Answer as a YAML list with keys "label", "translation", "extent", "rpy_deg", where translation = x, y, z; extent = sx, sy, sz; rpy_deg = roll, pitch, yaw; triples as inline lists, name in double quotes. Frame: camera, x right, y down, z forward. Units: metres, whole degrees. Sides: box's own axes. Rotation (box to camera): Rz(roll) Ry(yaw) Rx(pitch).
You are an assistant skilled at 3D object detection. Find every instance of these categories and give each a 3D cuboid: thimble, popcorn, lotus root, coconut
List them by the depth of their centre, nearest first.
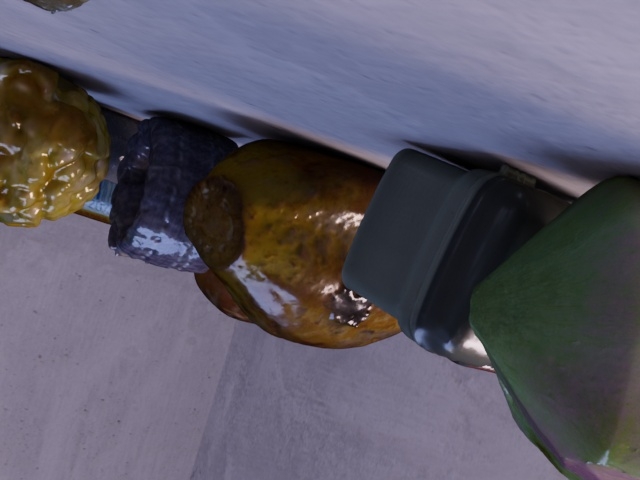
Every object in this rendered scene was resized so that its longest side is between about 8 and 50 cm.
- label: "coconut"
  translation: [0.206, 0.067, 0.872]
  extent: [0.236, 0.204, 0.236]
  rpy_deg: [11, -143, -8]
- label: "popcorn"
  translation: [-0.277, -0.095, 1.245]
  extent: [0.180, 0.180, 0.170]
  rpy_deg: [16, -157, 11]
- label: "lotus root"
  translation: [-0.005, 0.008, 1.248]
  extent: [0.193, 0.193, 0.291]
  rpy_deg: [15, 177, 35]
- label: "thimble"
  translation: [-0.143, -0.044, 1.342]
  extent: [0.098, 0.150, 0.150]
  rpy_deg: [14, 178, -22]

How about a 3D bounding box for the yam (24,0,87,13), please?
- label: "yam"
  translation: [-0.135, -0.128, 0.519]
  extent: [0.054, 0.054, 0.132]
  rpy_deg: [15, 178, 32]

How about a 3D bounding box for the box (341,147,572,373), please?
- label: "box"
  translation: [0.130, 0.020, 1.038]
  extent: [0.129, 0.148, 0.210]
  rpy_deg: [30, -173, 42]

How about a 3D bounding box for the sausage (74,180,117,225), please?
- label: "sausage"
  translation: [-0.288, -0.091, 1.628]
  extent: [0.317, 0.117, 0.125]
  rpy_deg: [18, 163, 4]

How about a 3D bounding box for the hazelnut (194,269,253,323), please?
- label: "hazelnut"
  translation: [-0.042, 0.018, 1.612]
  extent: [0.212, 0.181, 0.181]
  rpy_deg: [20, 177, -44]

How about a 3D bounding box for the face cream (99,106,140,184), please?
- label: "face cream"
  translation: [-0.248, -0.108, 1.426]
  extent: [0.073, 0.073, 0.283]
  rpy_deg: [14, 176, 42]
